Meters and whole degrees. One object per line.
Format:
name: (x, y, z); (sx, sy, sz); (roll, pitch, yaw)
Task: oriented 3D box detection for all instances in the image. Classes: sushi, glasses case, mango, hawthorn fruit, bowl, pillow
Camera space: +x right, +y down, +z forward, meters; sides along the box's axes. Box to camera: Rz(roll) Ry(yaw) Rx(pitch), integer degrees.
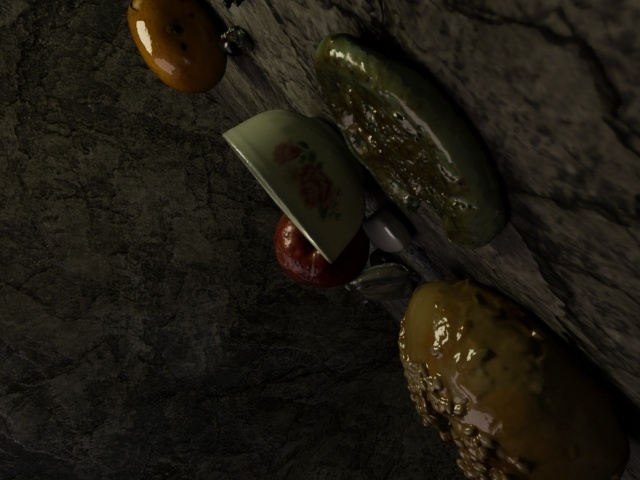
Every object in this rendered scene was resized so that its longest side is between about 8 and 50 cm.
sushi: (-0.145, -0.329, 0.701); (0.044, 0.046, 0.083); (51, 178, -40)
glasses case: (0.115, -0.016, 0.743); (0.074, 0.049, 0.193); (50, 179, 0)
mango: (-0.296, -0.425, 0.852); (0.191, 0.159, 0.290); (42, -167, -46)
hawthorn fruit: (-0.001, 0.003, 1.041); (0.258, 0.258, 0.261); (49, -154, 12)
bowl: (-0.022, -0.108, 0.694); (0.277, 0.145, 0.277); (49, 180, 0)
pillow: (0.156, 0.107, 1.011); (0.255, 0.168, 0.060); (54, -155, -68)

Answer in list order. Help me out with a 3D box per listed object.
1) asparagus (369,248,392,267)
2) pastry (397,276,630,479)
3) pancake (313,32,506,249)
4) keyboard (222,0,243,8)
asparagus: (0.179, 0.089, 1.153); (0.067, 0.060, 0.278); (37, 174, 25)
pastry: (0.216, 0.197, 0.560); (0.284, 0.184, 0.316); (53, 177, -39)
pancake: (0.075, -0.092, 0.413); (0.254, 0.037, 0.253); (49, 179, 2)
keyboard: (-0.129, -0.343, 0.394); (0.106, 0.027, 0.317); (50, 177, 0)
